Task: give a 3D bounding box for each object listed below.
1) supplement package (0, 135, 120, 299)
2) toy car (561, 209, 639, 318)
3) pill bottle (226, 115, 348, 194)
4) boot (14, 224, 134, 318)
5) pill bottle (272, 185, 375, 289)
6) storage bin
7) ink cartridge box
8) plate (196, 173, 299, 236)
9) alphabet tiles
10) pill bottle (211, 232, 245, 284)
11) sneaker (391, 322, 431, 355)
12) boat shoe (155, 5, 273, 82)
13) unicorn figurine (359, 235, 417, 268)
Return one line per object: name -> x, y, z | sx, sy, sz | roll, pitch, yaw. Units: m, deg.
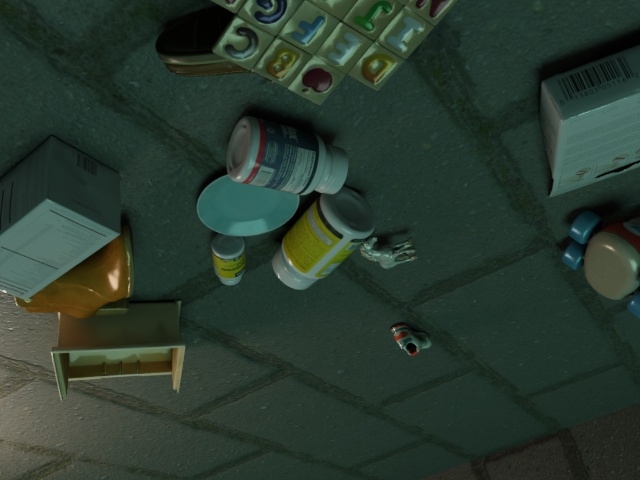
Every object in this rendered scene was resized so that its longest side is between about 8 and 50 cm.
supplement package -> -0.459, -0.030, 1.063 | 0.244, 0.133, 0.139 | -30, 141, 23
toy car -> 0.709, 0.004, 1.459 | 0.238, 0.219, 0.210 | -38, 147, -15
pill bottle -> -0.052, -0.132, 1.069 | 0.180, 0.107, 0.108 | 10, 139, -29
boot -> -0.462, 0.069, 1.227 | 0.212, 0.104, 0.295 | 2, 146, -20
pill bottle -> 0.000, 0.000, 1.258 | 0.119, 0.119, 0.208 | 14, 137, -33
storage bin -> -0.448, 0.252, 1.468 | 0.263, 0.123, 0.260 | -1, 143, -17
ink cartridge box -> 0.557, -0.221, 1.184 | 0.308, 0.091, 0.385 | -20, 161, 10
plate -> -0.133, -0.072, 1.200 | 0.188, 0.024, 0.188 | -8, 145, -5
alphabet tiles -> 0.036, -0.313, 0.758 | 0.285, 0.011, 0.342 | 19, 129, -36
pill bottle -> -0.181, 0.039, 1.303 | 0.065, 0.065, 0.116 | -6, 145, -9
sneaker -> 0.249, 0.280, 1.759 | 0.057, 0.075, 0.161 | -31, 140, 25
boat shoe -> -0.060, -0.260, 0.886 | 0.308, 0.110, 0.104 | -12, 144, 0
unicorn figurine -> 0.144, 0.025, 1.386 | 0.111, 0.060, 0.162 | -17, 144, 5
